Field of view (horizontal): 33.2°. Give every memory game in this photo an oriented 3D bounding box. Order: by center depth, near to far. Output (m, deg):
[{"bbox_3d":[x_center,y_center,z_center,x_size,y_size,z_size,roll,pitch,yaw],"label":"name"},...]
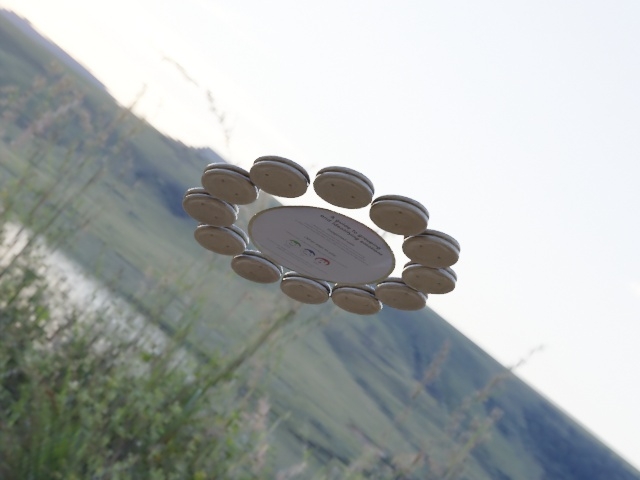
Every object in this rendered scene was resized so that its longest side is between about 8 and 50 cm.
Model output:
[{"bbox_3d":[0.000,0.000,0.691,0.186,0.012,0.186,13,-28,7],"label":"memory game"}]
